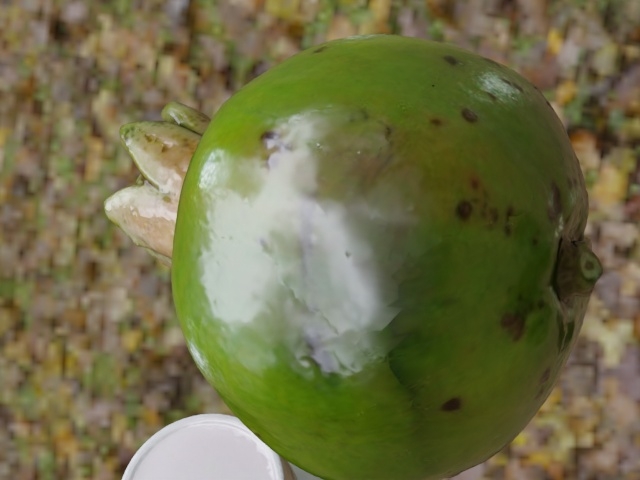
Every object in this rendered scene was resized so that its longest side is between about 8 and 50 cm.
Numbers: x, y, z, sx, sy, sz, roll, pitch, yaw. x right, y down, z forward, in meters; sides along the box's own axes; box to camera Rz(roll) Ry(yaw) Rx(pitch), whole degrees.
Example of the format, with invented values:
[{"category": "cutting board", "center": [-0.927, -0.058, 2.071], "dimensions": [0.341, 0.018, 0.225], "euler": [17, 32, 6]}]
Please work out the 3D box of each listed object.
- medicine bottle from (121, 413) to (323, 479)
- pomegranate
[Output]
[{"category": "medicine bottle", "center": [-0.036, 0.223, 1.275], "dimensions": [0.161, 0.296, 0.111], "euler": [-44, 59, -10]}, {"category": "pomegranate", "center": [0.000, 0.000, 1.023], "dimensions": [0.301, 0.236, 0.236], "euler": [15, 99, 35]}]
